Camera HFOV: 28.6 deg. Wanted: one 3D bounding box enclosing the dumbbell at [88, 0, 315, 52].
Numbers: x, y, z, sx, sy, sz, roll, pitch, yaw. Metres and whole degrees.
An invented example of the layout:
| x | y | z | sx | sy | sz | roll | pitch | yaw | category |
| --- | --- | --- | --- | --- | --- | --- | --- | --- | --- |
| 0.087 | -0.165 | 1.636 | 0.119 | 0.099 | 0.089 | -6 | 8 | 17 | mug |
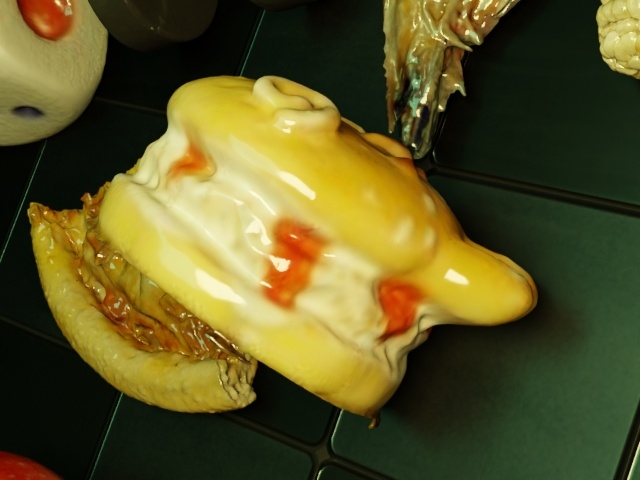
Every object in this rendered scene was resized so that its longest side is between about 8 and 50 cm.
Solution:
| x | y | z | sx | sy | sz | roll | pitch | yaw | category |
| --- | --- | --- | --- | --- | --- | --- | --- | --- | --- |
| -0.101 | -0.271 | 1.164 | 0.218 | 0.152 | 0.152 | -10 | 67 | 35 | dumbbell |

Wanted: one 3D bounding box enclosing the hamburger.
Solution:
| x | y | z | sx | sy | sz | roll | pitch | yaw | category |
| --- | --- | --- | --- | --- | --- | --- | --- | --- | --- |
| 0.000 | 0.000 | 0.925 | 0.303 | 0.261 | 0.186 | 40 | 95 | 21 | hamburger |

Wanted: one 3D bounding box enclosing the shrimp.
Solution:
| x | y | z | sx | sy | sz | roll | pitch | yaw | category |
| --- | --- | --- | --- | --- | --- | --- | --- | --- | --- |
| 0.124 | -0.214 | 1.027 | 0.164 | 0.062 | 0.316 | -2 | 70 | 35 | shrimp |

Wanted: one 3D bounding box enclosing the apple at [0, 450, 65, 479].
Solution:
| x | y | z | sx | sy | sz | roll | pitch | yaw | category |
| --- | --- | --- | --- | --- | --- | --- | --- | --- | --- |
| -0.291 | 0.303 | 1.033 | 0.261 | 0.216 | 0.260 | -7 | 56 | 11 | apple |

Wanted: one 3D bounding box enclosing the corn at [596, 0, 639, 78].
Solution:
| x | y | z | sx | sy | sz | roll | pitch | yaw | category |
| --- | --- | --- | --- | --- | --- | --- | --- | --- | --- |
| 0.290 | -0.150 | 0.859 | 0.211 | 0.087 | 0.087 | 9 | 79 | 36 | corn |

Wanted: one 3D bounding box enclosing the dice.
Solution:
| x | y | z | sx | sy | sz | roll | pitch | yaw | category |
| --- | --- | --- | --- | --- | --- | --- | --- | --- | --- |
| -0.349 | -0.219 | 1.314 | 0.192 | 0.193 | 0.194 | -13 | 67 | 33 | dice |

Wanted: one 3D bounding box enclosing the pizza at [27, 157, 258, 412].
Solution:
| x | y | z | sx | sy | sz | roll | pitch | yaw | category |
| --- | --- | --- | --- | --- | --- | --- | --- | --- | --- |
| -0.167 | 0.036 | 1.148 | 0.365 | 0.074 | 0.182 | 44 | 113 | 39 | pizza |
